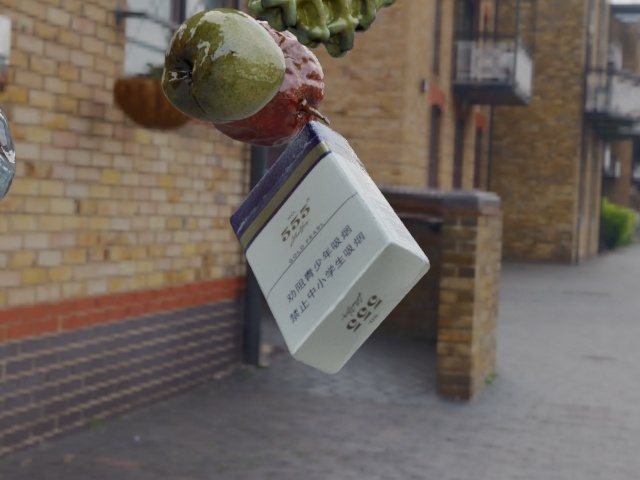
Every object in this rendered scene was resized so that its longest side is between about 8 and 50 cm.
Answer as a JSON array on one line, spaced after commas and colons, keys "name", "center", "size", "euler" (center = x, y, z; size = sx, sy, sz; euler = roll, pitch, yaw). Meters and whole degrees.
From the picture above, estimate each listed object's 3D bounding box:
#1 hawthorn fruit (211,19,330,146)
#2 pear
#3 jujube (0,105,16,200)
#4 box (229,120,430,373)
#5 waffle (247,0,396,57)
[{"name": "hawthorn fruit", "center": [-0.072, -0.236, 1.774], "size": [0.243, 0.207, 0.207], "euler": [30, 15, 27]}, {"name": "pear", "center": [-0.135, -0.239, 1.535], "size": [0.136, 0.167, 0.167], "euler": [-9, 9, -43]}, {"name": "jujube", "center": [-0.505, -0.074, 1.239], "size": [0.308, 0.215, 0.246], "euler": [-17, 32, 6]}, {"name": "box", "center": [0.000, 0.000, 1.209], "size": [0.071, 0.168, 0.259], "euler": [29, 20, -34]}, {"name": "waffle", "center": [0.000, -0.291, 1.068], "size": [0.223, 0.204, 0.054], "euler": [32, -7, -38]}]
